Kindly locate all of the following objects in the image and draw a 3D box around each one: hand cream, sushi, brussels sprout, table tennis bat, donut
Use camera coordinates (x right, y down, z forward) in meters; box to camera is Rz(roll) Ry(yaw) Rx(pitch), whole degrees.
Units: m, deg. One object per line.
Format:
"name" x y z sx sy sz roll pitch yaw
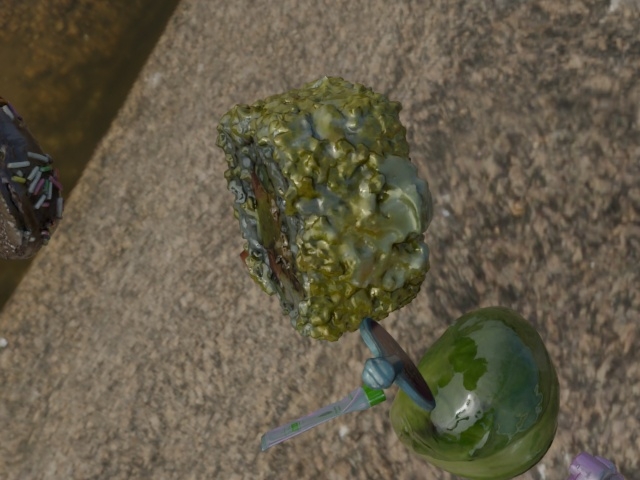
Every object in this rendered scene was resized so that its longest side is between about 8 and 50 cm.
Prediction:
"hand cream" 0.003 0.365 1.654 0.275 0.079 0.050 -23 69 -3
"sushi" 0.007 -0.050 1.266 0.240 0.397 0.351 -18 20 -20
"brussels sprout" 0.309 0.320 1.585 0.371 0.276 0.315 -51 38 30
"table tennis bat" 0.094 0.166 1.042 0.040 0.244 0.153 -40 77 8
"donut" -0.449 -0.094 1.062 0.269 0.270 0.103 25 47 27

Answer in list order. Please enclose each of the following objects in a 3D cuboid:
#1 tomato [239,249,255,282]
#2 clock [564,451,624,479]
"tomato" 0.000 0.006 1.605 0.309 0.309 0.170 -30 91 2
"clock" 0.574 0.579 1.750 0.090 0.248 0.228 37 97 36
